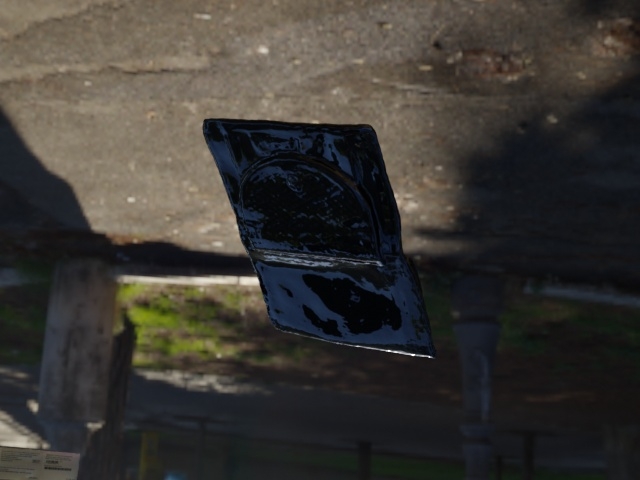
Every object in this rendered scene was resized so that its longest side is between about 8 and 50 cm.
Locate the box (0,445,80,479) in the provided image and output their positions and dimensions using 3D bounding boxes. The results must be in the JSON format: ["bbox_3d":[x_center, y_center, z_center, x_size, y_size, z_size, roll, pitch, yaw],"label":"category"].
[{"bbox_3d":[-0.450,0.334,1.490,0.130,0.051,0.129,17,164,-39],"label":"box"}]

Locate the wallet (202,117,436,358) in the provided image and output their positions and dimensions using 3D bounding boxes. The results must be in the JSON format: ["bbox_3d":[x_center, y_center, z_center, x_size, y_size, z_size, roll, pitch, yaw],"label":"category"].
[{"bbox_3d":[0.000,0.000,1.175,0.247,0.041,0.323,7,131,34],"label":"wallet"}]
